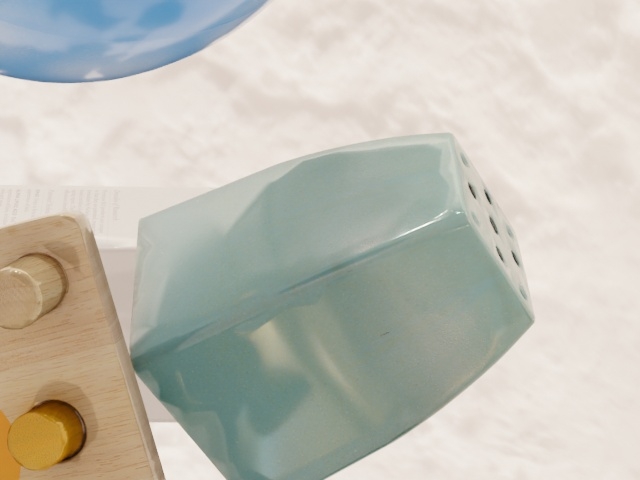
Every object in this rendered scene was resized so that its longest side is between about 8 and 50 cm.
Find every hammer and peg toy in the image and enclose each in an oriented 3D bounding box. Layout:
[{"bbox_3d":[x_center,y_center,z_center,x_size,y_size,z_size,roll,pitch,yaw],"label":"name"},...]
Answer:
[{"bbox_3d":[-0.281,0.136,1.085,0.361,0.127,0.266,-13,98,13],"label":"hammer and peg toy"}]

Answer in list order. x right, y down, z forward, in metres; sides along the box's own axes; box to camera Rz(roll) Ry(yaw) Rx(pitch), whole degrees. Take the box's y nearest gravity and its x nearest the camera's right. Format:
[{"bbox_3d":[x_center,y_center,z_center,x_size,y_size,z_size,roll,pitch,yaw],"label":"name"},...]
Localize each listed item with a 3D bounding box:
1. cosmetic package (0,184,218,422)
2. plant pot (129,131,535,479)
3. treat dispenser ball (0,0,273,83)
[{"bbox_3d":[-0.206,0.066,1.813,0.385,0.156,0.217,2,118,-7],"label":"cosmetic package"},{"bbox_3d":[0.015,0.038,1.186,0.234,0.165,0.165,-26,33,14],"label":"plant pot"},{"bbox_3d":[-0.121,-0.217,0.813,0.288,0.288,0.288,-4,78,17],"label":"treat dispenser ball"}]
